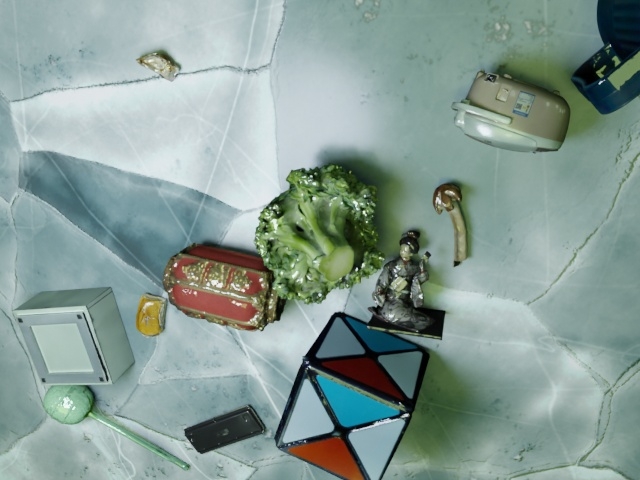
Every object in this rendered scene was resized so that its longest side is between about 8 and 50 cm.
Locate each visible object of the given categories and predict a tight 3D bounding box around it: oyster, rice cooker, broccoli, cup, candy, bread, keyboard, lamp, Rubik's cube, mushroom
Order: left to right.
[{"bbox_3d":[-0.555,0.522,1.645,0.440,0.119,0.119,32,116,-8],"label":"candy"},{"bbox_3d":[-0.427,0.190,1.491,0.072,0.053,0.106,16,109,5],"label":"bread"},{"bbox_3d":[-0.342,-0.374,1.259,0.093,0.034,0.051,30,132,-10],"label":"oyster"},{"bbox_3d":[-0.259,0.502,1.580,0.230,0.025,0.094,-25,104,23],"label":"keyboard"},{"bbox_3d":[-0.212,0.105,1.334,0.274,0.177,0.177,14,114,9],"label":"lamp"},{"bbox_3d":[0.007,-0.009,1.204,0.260,0.235,0.288,20,127,42],"label":"broccoli"},{"bbox_3d":[0.072,0.344,1.305,0.250,0.248,0.246,22,114,8],"label":"Rubik's cube"},{"bbox_3d":[0.271,-0.027,1.210,0.060,0.061,0.187,-13,111,14],"label":"mushroom"},{"bbox_3d":[0.341,-0.225,1.066,0.206,0.145,0.127,24,103,9],"label":"rice cooker"},{"bbox_3d":[0.532,-0.347,0.881,0.307,0.292,0.242,-10,108,18],"label":"cup"}]

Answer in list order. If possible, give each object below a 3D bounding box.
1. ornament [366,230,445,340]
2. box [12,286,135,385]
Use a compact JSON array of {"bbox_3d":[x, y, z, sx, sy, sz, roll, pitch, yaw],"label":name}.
[{"bbox_3d":[0.181,0.079,1.238,0.166,0.153,0.196,5,103,13],"label":"ornament"},{"bbox_3d":[-0.634,0.252,1.536,0.225,0.117,0.225,-5,109,17],"label":"box"}]
